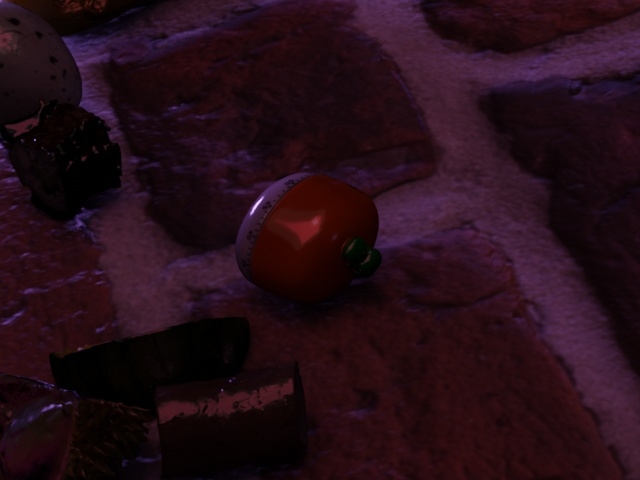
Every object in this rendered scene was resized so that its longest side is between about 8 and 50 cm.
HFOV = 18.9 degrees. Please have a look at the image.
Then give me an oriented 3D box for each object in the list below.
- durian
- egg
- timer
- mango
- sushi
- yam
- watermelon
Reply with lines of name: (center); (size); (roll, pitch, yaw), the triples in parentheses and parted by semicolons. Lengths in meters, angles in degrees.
durian: (-0.211, 0.178, 1.588); (0.186, 0.119, 0.108); (3, 75, 53)
egg: (-0.321, -0.174, 1.989); (0.164, 0.131, 0.131); (38, 57, 14)
timer: (0.000, 0.000, 1.725); (0.136, 0.099, 0.136); (-13, 46, 14)
mango: (-0.248, -0.322, 2.135); (0.167, 0.130, 0.262); (13, 50, 33)
sushi: (-0.250, -0.079, 1.878); (0.084, 0.094, 0.098); (-36, 46, -29)
yam: (-0.075, 0.149, 1.584); (0.127, 0.084, 0.084); (-9, 40, 1)
watermelon: (-0.146, 0.116, 1.676); (0.181, 0.075, 0.092); (-11, -4, -2)
